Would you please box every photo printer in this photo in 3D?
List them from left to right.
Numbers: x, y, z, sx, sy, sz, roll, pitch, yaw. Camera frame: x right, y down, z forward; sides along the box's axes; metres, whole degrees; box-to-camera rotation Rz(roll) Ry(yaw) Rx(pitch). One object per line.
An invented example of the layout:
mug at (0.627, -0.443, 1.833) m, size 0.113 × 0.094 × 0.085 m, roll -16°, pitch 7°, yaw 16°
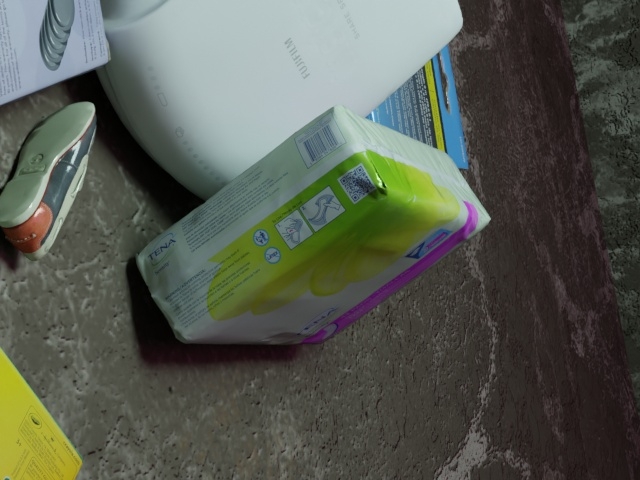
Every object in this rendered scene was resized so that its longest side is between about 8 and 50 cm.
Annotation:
photo printer at (-0.039, -0.185, 0.987) m, size 0.107 × 0.307 × 0.256 m, roll 40°, pitch -13°, yaw 41°

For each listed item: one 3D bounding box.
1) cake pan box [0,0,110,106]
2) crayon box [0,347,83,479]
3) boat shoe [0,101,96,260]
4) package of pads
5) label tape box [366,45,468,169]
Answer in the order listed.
cake pan box at (-0.236, -0.215, 0.734) m, size 0.246 × 0.070 × 0.266 m, roll -50°, pitch 138°, yaw -62°
crayon box at (-0.251, 0.092, 0.612) m, size 0.278 × 0.081 × 0.165 m, roll 63°, pitch 28°, yaw -31°
boat shoe at (-0.193, -0.047, 0.842) m, size 0.137 × 0.049 × 0.043 m, roll -74°, pitch 147°, yaw -42°
package of pads at (0.000, 0.000, 1.029) m, size 0.101 × 0.229 × 0.296 m, roll 60°, pitch 18°, yaw 17°
label tape box at (0.064, -0.197, 1.398) m, size 0.334 × 0.106 × 0.240 m, roll 1°, pitch 80°, yaw -66°
